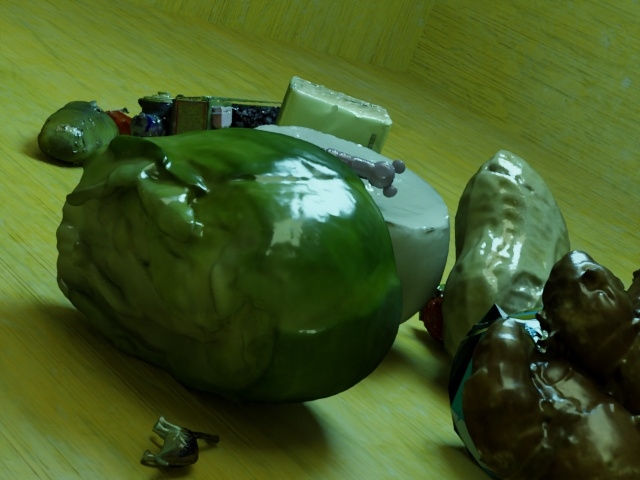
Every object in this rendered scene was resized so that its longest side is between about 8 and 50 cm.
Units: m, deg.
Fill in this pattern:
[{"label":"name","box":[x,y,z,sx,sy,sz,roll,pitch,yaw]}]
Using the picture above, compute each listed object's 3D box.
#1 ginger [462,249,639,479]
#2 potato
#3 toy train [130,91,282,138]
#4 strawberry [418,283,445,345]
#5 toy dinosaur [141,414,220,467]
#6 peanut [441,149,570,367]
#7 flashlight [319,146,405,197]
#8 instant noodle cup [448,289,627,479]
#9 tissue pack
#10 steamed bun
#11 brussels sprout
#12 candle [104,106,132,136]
[{"label":"ginger","box":[0.290,0.161,1.535,0.357,0.152,0.274,-39,82,-28]},{"label":"potato","box":[-0.361,-0.163,2.292,0.105,0.085,0.188,22,19,9]},{"label":"toy train","box":[-0.175,-0.157,2.363,0.178,0.134,0.261,7,6,30]},{"label":"strawberry","box":[0.214,0.116,2.087,0.192,0.085,0.140,16,14,-23]},{"label":"toy dinosaur","box":[-0.138,0.187,1.413,0.058,0.037,0.180,19,13,10]},{"label":"peanut","box":[0.238,0.053,1.960,0.174,0.158,0.340,24,54,-17]},{"label":"flashlight","box":[0.046,-0.089,1.883,0.110,0.052,0.031,18,-16,5]},{"label":"instant noodle cup","box":[0.265,0.171,1.718,0.178,0.240,0.240,-3,26,-35]},{"label":"tissue pack","box":[-0.007,-0.109,2.293,0.159,0.234,0.125,20,15,-6]},{"label":"steamed bun","box":[0.000,0.000,1.949,0.324,0.206,0.324,21,20,-8]},{"label":"brussels sprout","box":[-0.089,0.028,1.631,0.371,0.275,0.315,20,26,25]},{"label":"candle","box":[-0.319,-0.190,2.520,0.053,0.048,0.162,48,-7,-38]}]
